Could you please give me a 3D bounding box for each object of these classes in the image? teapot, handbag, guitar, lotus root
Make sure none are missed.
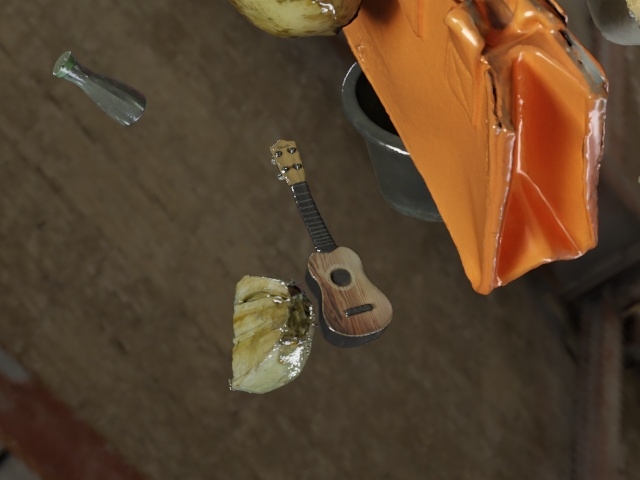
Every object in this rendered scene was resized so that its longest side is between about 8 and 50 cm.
[{"bbox_3d":[-0.242,-0.168,1.746,0.110,0.043,0.043,34,-145,-35],"label":"teapot"},{"bbox_3d":[0.110,-0.186,1.367,0.303,0.116,0.410,83,165,-59],"label":"handbag"},{"bbox_3d":[-0.001,0.000,1.868,0.083,0.038,0.271,-14,-116,-24],"label":"guitar"},{"bbox_3d":[-0.045,-0.254,1.308,0.214,0.138,0.138,50,-151,-21],"label":"lotus root"},{"bbox_3d":[-0.046,0.107,1.903,0.070,0.144,0.143,15,-109,-27],"label":"lotus root"}]

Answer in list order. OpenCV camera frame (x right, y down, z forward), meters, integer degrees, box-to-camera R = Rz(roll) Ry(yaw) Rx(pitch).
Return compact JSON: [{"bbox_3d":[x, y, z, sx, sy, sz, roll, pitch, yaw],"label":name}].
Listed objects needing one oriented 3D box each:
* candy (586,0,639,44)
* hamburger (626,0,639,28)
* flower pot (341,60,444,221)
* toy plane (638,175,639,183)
[{"bbox_3d":[0.408,-0.333,1.763,0.185,0.295,0.295,27,-145,-11],"label":"candy"},{"bbox_3d":[0.316,-0.244,1.262,0.176,0.102,0.087,-51,-59,-21],"label":"hamburger"},{"bbox_3d":[0.141,-0.119,1.921,0.235,0.235,0.148,-86,-4,-49],"label":"flower pot"},{"bbox_3d":[0.390,-0.004,1.594,0.286,0.092,0.108,-108,4,-52],"label":"toy plane"}]
